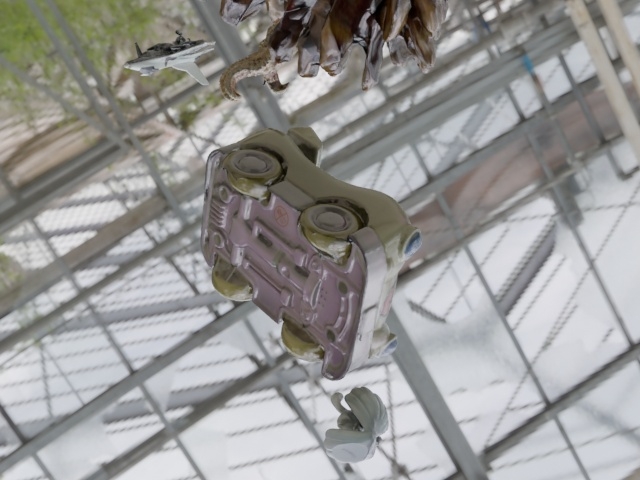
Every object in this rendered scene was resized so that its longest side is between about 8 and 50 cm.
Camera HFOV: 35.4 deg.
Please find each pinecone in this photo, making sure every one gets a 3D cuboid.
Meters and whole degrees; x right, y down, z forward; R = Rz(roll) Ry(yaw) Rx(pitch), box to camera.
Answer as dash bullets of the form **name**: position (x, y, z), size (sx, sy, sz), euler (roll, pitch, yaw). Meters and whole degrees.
- **pinecone**: position (-0.007, -0.350, 1.060), size (0.384, 0.384, 0.384), euler (-27, -163, 9)

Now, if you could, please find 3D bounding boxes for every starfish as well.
- **starfish**: position (-0.059, -0.349, 1.720), size (0.312, 0.113, 0.303), euler (-61, -170, -25)

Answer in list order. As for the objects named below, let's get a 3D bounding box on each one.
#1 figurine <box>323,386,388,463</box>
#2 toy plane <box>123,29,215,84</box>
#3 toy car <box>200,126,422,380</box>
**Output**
- **figurine**: position (0.052, 0.246, 1.336), size (0.082, 0.094, 0.086), euler (-33, -146, 33)
- **toy plane**: position (-0.274, -0.324, 1.757), size (0.160, 0.082, 0.234), euler (-19, 171, 29)
- **toy car**: position (0.000, 0.000, 1.426), size (0.226, 0.242, 0.336), euler (-25, -133, -39)
